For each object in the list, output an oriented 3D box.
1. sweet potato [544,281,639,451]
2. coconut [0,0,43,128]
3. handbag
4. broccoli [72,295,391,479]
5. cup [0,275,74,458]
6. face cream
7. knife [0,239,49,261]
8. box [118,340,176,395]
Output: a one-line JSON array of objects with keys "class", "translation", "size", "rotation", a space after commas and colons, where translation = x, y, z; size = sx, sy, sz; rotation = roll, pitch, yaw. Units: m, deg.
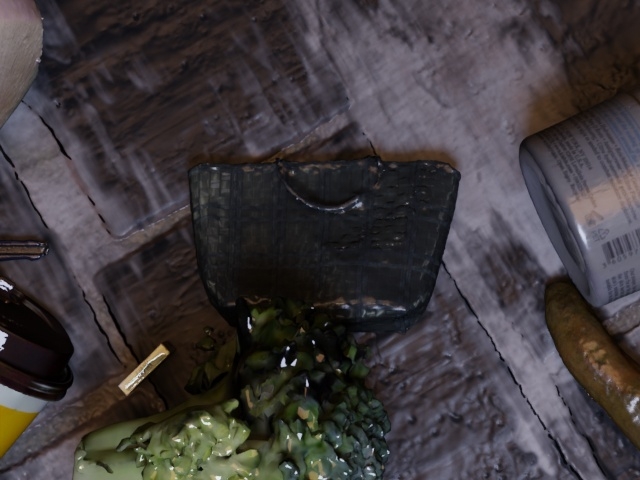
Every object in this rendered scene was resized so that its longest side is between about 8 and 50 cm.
[{"class": "sweet potato", "translation": [0.301, 0.151, 1.468], "size": [0.075, 0.075, 0.273], "rotation": [-44, 78, -3]}, {"class": "coconut", "translation": [-0.371, -0.193, 1.482], "size": [0.224, 0.224, 0.234], "rotation": [-33, 81, -1]}, {"class": "handbag", "translation": [0.000, 0.000, 1.501], "size": [0.270, 0.088, 0.175], "rotation": [1, 75, 4]}, {"class": "broccoli", "translation": [-0.080, 0.214, 1.392], "size": [0.281, 0.293, 0.347], "rotation": [7, 122, 0]}, {"class": "cup", "translation": [-0.370, 0.163, 1.450], "size": [0.196, 0.196, 0.279], "rotation": [36, 93, 7]}, {"class": "face cream", "translation": [0.285, -0.043, 1.435], "size": [0.153, 0.177, 0.177], "rotation": [-24, 82, 2]}, {"class": "knife", "translation": [-0.330, 0.007, 1.545], "size": [0.121, 0.018, 0.031], "rotation": [1, 85, 2]}, {"class": "box", "translation": [-0.166, 0.121, 1.482], "size": [0.015, 0.093, 0.058], "rotation": [45, 87, 0]}]
